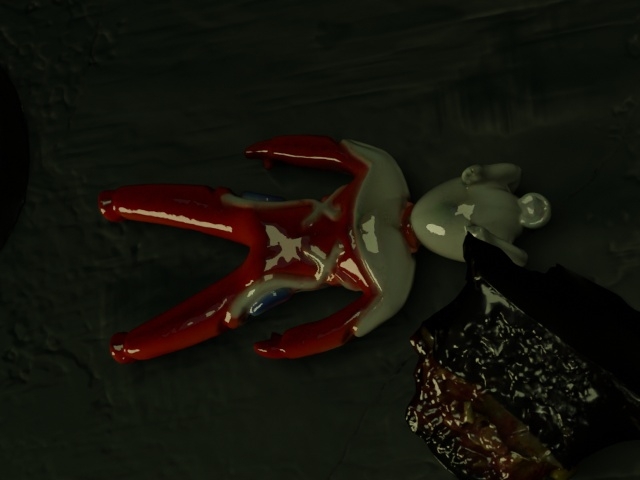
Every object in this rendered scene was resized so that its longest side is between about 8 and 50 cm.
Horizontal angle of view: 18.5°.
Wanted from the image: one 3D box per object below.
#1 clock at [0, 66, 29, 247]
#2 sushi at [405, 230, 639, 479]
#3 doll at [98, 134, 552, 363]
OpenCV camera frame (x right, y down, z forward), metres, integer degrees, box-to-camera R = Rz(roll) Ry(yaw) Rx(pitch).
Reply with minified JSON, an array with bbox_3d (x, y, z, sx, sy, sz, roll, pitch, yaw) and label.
[{"bbox_3d":[-0.396,-0.069,1.748,0.281,0.055,0.280,-3,79,16],"label":"clock"},{"bbox_3d":[0.147,0.110,1.497,0.172,0.153,0.150,27,116,-20],"label":"sushi"},{"bbox_3d":[0.000,0.000,1.598,0.384,0.099,0.188,-8,78,22],"label":"doll"}]
